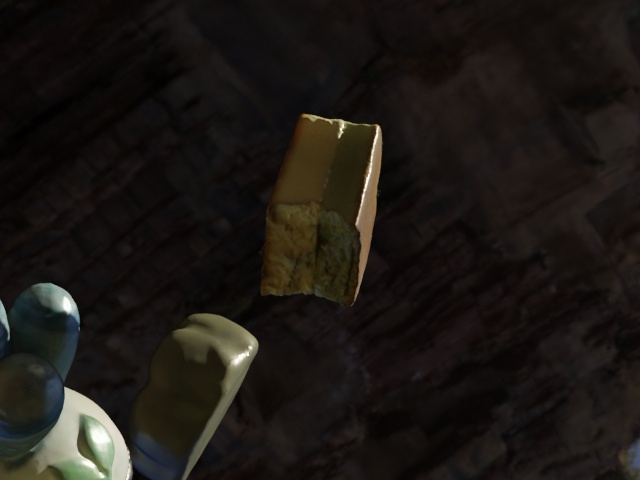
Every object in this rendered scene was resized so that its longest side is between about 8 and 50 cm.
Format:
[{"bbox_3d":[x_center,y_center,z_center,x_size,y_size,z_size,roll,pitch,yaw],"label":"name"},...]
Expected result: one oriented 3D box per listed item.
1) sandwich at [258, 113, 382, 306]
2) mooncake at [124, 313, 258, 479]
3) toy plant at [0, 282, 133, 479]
[{"bbox_3d":[0.000,0.000,1.100,0.108,0.220,0.186,10,-129,6],"label":"sandwich"},{"bbox_3d":[-0.210,0.246,1.558,0.275,0.135,0.275,-63,175,-9],"label":"mooncake"},{"bbox_3d":[-0.346,0.165,1.040,0.247,0.332,0.247,-6,-145,4],"label":"toy plant"}]
